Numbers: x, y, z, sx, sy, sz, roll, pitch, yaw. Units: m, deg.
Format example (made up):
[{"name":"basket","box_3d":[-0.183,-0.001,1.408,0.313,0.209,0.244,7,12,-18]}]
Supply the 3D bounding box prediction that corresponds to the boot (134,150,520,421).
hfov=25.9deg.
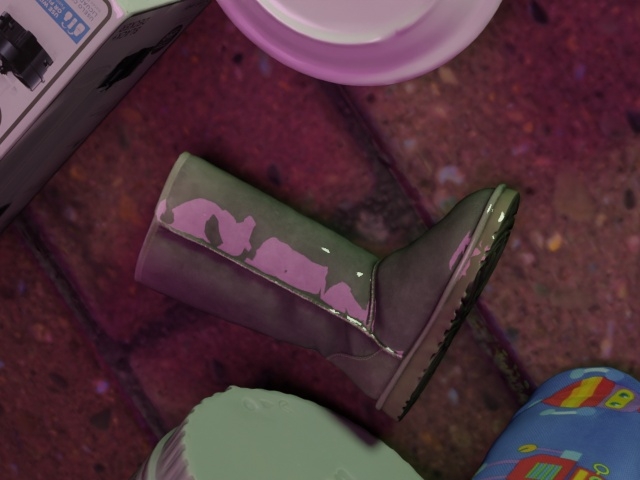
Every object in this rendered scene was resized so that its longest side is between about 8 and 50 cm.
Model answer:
[{"name":"boot","box_3d":[0.000,0.000,0.887,0.208,0.076,0.189,34,111,12]}]

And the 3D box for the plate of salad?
[{"name":"plate of salad","box_3d":[0.017,-0.185,0.783,0.200,0.048,0.199,10,119,19]}]

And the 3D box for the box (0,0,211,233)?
[{"name":"box","box_3d":[-0.204,-0.082,0.866,0.087,0.169,0.290,46,114,0]}]

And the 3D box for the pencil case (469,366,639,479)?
[{"name":"pencil case","box_3d":[0.120,0.185,0.780,0.119,0.306,0.133,18,117,22]}]

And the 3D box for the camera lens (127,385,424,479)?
[{"name":"camera lens","box_3d":[-0.060,0.262,0.895,0.219,0.219,0.274,34,113,5]}]
